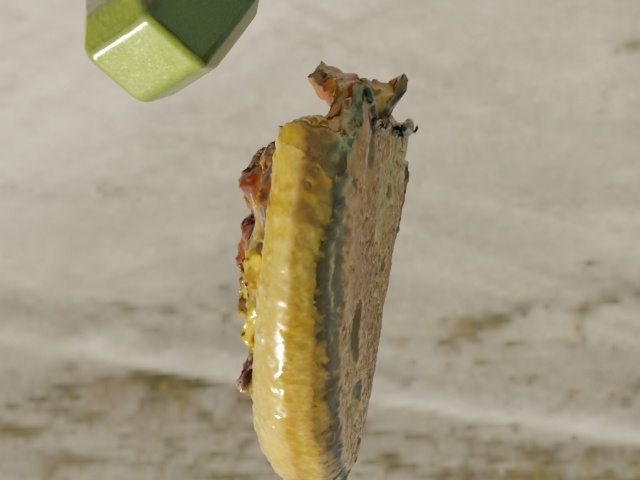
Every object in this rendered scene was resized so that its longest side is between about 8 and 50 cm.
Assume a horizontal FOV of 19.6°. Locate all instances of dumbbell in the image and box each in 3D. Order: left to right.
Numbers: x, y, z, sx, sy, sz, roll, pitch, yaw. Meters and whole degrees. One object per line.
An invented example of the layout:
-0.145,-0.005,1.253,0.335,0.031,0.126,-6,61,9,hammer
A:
-0.168,-0.211,1.093,0.108,0.121,0.302,-42,115,15,dumbbell

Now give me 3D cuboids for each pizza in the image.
0.000,0.000,1.056,0.081,0.229,0.289,11,137,12,pizza
